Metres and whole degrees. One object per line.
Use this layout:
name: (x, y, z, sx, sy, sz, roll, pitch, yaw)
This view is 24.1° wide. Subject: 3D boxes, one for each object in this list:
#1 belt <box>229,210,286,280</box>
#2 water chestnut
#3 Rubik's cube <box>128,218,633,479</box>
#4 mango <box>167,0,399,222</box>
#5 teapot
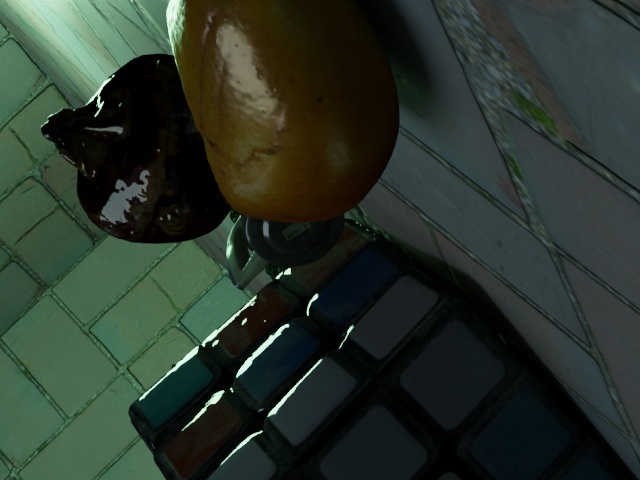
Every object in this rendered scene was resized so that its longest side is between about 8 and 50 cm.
belt: (-0.065, -0.008, 2.143, 0.151, 0.079, 0.121, 57, -176, 2)
water chestnut: (-0.194, -0.105, 1.692, 0.238, 0.223, 0.224, 11, -166, -33)
Rubik's cube: (0.060, 0.233, 1.603, 0.363, 0.362, 0.359, 51, 174, -27)
mango: (-0.025, -0.114, 1.006, 0.187, 0.138, 0.257, 63, 172, 9)
teapot: (-0.040, -0.026, 1.650, 0.108, 0.111, 0.149, -111, 28, -56)
